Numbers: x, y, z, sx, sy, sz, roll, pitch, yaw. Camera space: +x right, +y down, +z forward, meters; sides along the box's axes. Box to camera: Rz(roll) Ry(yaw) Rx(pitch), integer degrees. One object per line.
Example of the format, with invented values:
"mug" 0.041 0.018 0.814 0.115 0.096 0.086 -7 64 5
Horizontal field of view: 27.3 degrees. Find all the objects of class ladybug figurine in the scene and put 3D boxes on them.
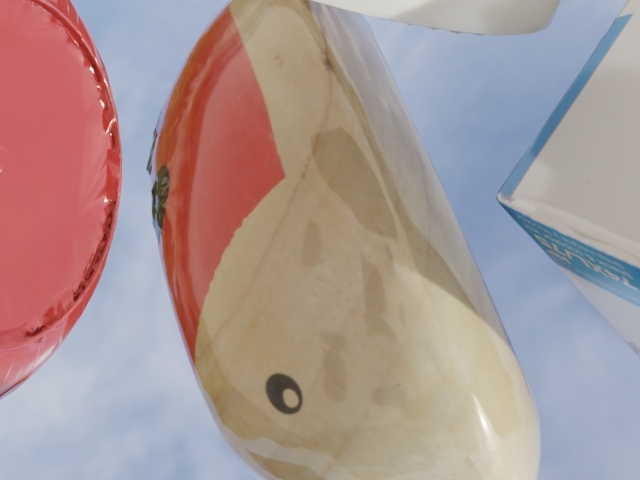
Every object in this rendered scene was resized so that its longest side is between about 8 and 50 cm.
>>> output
"ladybug figurine" 0.000 0.000 0.805 0.161 0.305 0.449 -24 -150 5

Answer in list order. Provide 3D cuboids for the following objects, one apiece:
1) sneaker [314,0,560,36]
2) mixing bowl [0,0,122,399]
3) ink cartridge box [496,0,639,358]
"sneaker" -0.045 -0.209 0.505 0.150 0.365 0.135 -60 -172 29
"mixing bowl" -0.116 -0.019 0.333 0.098 0.181 0.181 3 -115 31
"ink cartridge box" 0.260 -0.001 0.612 0.197 0.270 0.198 28 -101 46
